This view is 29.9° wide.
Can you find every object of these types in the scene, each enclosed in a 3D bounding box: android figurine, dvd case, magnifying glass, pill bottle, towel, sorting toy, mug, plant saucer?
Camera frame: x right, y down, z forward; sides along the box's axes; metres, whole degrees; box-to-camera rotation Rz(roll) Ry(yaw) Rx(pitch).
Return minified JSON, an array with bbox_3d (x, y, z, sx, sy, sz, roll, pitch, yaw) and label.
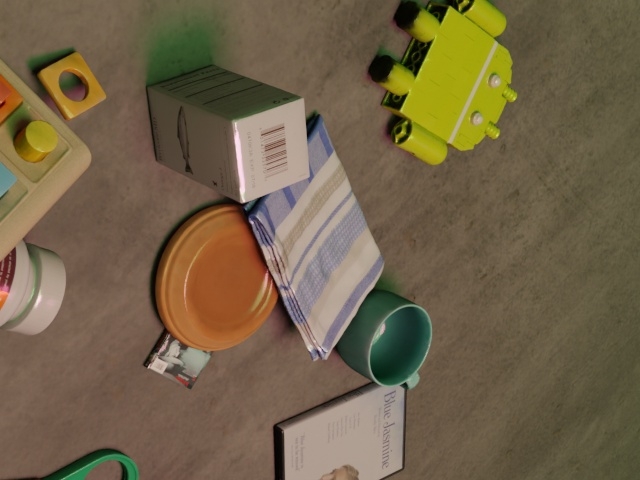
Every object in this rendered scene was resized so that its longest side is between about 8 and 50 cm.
[{"bbox_3d":[0.190,-0.232,1.735,0.273,0.056,0.248,27,89,-43],"label":"android figurine"},{"bbox_3d":[-0.173,0.132,1.593,0.087,0.013,0.119,35,82,-44],"label":"dvd case"},{"bbox_3d":[-0.333,0.315,1.523,0.231,0.026,0.092,3,106,-44],"label":"magnifying glass"},{"bbox_3d":[-0.391,0.031,1.280,0.221,0.121,0.121,22,92,-44],"label":"pill bottle"},{"bbox_3d":[0.000,0.000,1.639,0.209,0.034,0.285,-55,136,-35],"label":"towel"},{"bbox_3d":[-0.342,-0.105,1.236,0.196,0.047,0.348,49,49,-18],"label":"sorting toy"},{"bbox_3d":[0.085,0.151,1.772,0.129,0.097,0.158,-12,116,-39],"label":"mug"},{"bbox_3d":[0.035,0.323,1.853,0.253,0.022,0.180,-19,119,-35],"label":"dvd case"},{"bbox_3d":[-0.123,0.052,1.570,0.200,0.037,0.200,-13,111,-37],"label":"plant saucer"}]

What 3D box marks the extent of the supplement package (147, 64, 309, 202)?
[{"bbox_3d":[-0.110,-0.129,1.421,0.105,0.179,0.105,-24,122,-33],"label":"supplement package"}]
